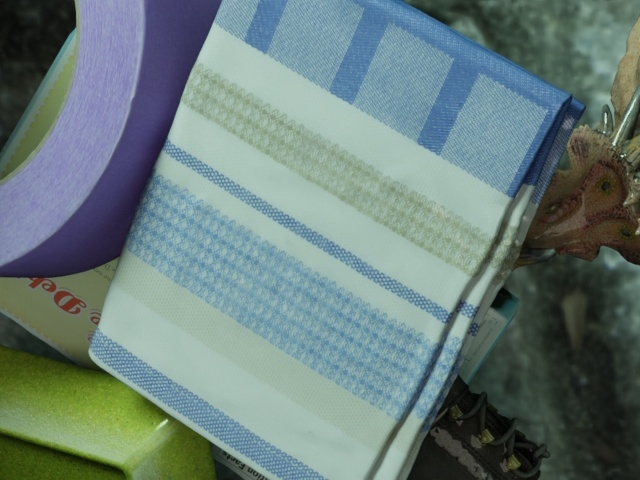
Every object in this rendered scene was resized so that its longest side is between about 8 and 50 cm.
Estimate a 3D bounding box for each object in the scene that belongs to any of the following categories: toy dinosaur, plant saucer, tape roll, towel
[{"bbox_3d":[0.214,-0.092,0.998,0.127,0.200,0.296,32,118,9],"label":"toy dinosaur"},{"bbox_3d":[-0.147,0.168,1.179,0.188,0.045,0.188,12,125,32],"label":"plant saucer"},{"bbox_3d":[-0.189,-0.115,1.103,0.275,0.090,0.275,-1,88,32],"label":"tape roll"},{"bbox_3d":[0.000,0.000,1.008,0.209,0.034,0.285,30,114,15],"label":"towel"}]

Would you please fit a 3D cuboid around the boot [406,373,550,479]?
[{"bbox_3d":[0.045,0.057,1.087,0.229,0.091,0.263,43,117,0],"label":"boot"}]

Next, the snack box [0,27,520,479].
[{"bbox_3d":[-0.060,0.027,1.174,0.322,0.060,0.187,34,107,3],"label":"snack box"}]
